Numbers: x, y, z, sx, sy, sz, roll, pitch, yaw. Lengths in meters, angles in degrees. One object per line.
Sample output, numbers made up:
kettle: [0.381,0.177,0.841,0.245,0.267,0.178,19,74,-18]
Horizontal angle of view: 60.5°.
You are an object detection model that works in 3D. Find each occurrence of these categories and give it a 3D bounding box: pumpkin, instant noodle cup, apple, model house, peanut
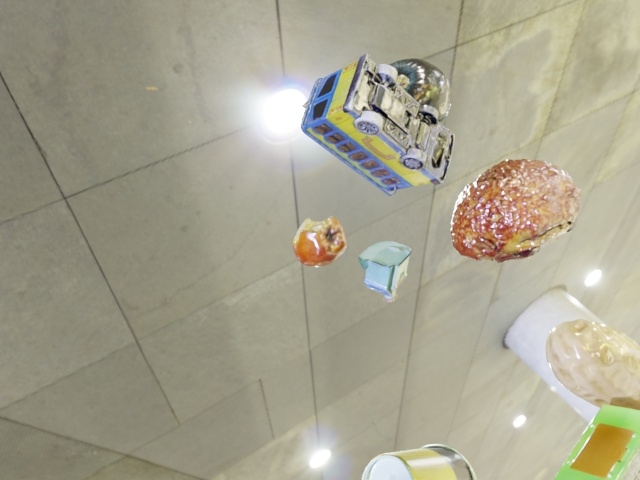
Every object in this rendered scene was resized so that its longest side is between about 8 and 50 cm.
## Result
pumpkin: [0.215,-0.346,1.382,0.233,0.233,0.163,-37,147,-7]
instant noodle cup: [0.220,0.577,1.268,0.236,0.215,0.215,24,109,-44]
apple: [0.003,0.007,1.625,0.156,0.158,0.146,-14,100,-23]
model house: [0.181,0.095,1.525,0.148,0.120,0.148,-34,132,-51]
peanut: [0.666,0.300,1.225,0.387,0.192,0.169,31,117,-12]

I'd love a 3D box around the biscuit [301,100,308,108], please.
biscuit: [0.028,-0.323,1.256,0.147,0.071,0.018,-9,111,10]

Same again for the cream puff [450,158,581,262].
cream puff: [0.490,-0.087,1.417,0.351,0.350,0.228,-31,103,-15]

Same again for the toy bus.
toy bus: [0.123,-0.222,1.118,0.288,0.175,0.138,32,65,-33]

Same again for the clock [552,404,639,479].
clock: [0.587,0.490,1.045,0.220,0.106,0.255,-39,104,-26]
